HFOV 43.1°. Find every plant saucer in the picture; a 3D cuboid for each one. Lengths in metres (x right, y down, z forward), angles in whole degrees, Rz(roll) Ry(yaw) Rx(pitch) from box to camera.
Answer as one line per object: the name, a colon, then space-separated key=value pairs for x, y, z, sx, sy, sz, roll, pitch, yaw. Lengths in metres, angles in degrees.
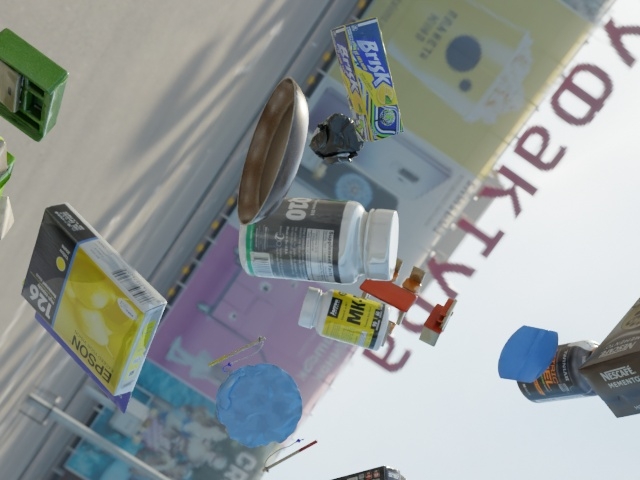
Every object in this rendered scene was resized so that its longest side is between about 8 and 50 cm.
plant saucer: x=-0.093 y=-0.173 z=1.628 sx=0.310 sy=0.050 sz=0.310 roll=-164 pitch=-90 yaw=-70

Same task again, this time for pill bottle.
pill bottle: x=0.057 y=0.188 z=1.986 sx=0.119 sy=0.209 sz=0.119 roll=15 pitch=90 yaw=-89
pill bottle: x=0.000 y=0.000 z=1.972 sx=0.204 sy=0.361 sz=0.204 roll=4 pitch=90 yaw=-79
pill bottle: x=0.582 y=0.302 z=1.879 sx=0.246 sy=0.130 sz=0.130 roll=-27 pitch=-153 yaw=54

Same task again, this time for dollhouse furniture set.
dollhouse furniture set: x=0.235 y=0.169 z=2.240 sx=0.262 sy=0.259 sz=0.135 roll=-48 pitch=159 yaw=-46
dollhouse furniture set: x=-0.510 y=-0.203 z=1.027 sx=0.197 sy=0.301 sz=0.151 roll=-57 pitch=-173 yaw=-28

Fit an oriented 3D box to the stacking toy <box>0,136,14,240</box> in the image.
stacking toy: x=-0.649 y=-0.034 z=1.421 sx=0.309 sy=0.130 sz=0.279 roll=105 pitch=-10 yaw=-45

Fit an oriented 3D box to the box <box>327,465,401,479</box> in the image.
box: x=0.058 y=0.559 z=1.590 sx=0.231 sy=0.056 sz=0.183 roll=-25 pitch=-129 yaw=34

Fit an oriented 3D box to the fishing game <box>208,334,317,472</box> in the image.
fishing game: x=-0.129 y=0.351 z=1.722 sx=0.189 sy=0.264 sz=0.041 roll=-31 pitch=179 yaw=4

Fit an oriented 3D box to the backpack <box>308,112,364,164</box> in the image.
backpack: x=0.047 y=-0.307 z=2.468 sx=0.115 sy=0.152 sz=0.182 roll=-48 pitch=-169 yaw=-24

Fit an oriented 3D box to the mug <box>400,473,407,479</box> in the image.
mug: x=0.159 y=0.564 z=1.826 sx=0.062 sy=0.078 sz=0.064 roll=-44 pitch=146 yaw=-40

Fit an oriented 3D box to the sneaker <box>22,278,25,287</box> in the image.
sneaker: x=-0.742 y=0.157 z=2.234 sx=0.091 sy=0.126 sz=0.240 roll=-40 pitch=-154 yaw=-15

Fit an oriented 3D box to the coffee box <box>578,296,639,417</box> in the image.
coffee box: x=0.628 y=0.174 z=1.464 sx=0.297 sy=0.119 sz=0.168 roll=-38 pitch=180 yaw=-31

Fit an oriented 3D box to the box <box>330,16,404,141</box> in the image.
box: x=0.068 y=-0.231 z=1.170 sx=0.054 sy=0.169 sz=0.059 roll=-20 pitch=-166 yaw=-17

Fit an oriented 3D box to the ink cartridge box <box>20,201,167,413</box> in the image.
ink cartridge box: x=-0.443 y=0.138 z=1.522 sx=0.072 sy=0.303 sz=0.307 roll=-20 pitch=144 yaw=-52

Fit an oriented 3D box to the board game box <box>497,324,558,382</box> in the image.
board game box: x=0.451 y=0.246 z=1.799 sx=0.033 sy=0.169 sz=0.133 roll=41 pitch=-67 yaw=54
